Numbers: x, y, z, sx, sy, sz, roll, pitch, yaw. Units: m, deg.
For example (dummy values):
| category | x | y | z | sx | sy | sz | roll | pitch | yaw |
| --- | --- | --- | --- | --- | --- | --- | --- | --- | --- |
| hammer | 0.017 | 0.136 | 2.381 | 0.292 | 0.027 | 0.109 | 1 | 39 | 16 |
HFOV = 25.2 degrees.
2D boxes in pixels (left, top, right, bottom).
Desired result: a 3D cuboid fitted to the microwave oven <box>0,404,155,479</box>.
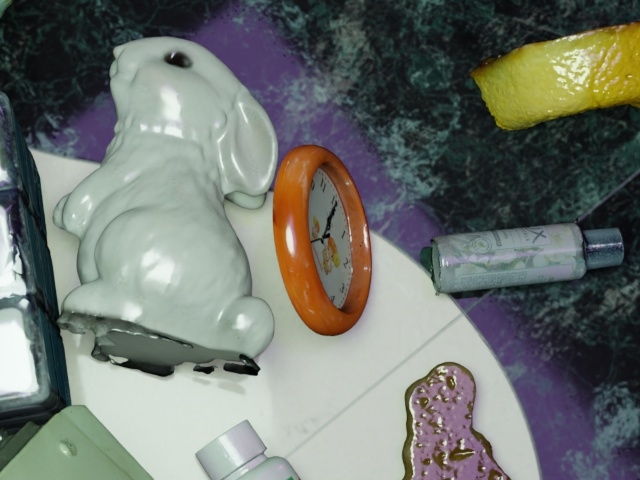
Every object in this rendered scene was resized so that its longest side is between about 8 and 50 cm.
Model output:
| category | x | y | z | sx | sy | sz | roll | pitch | yaw |
| --- | --- | --- | --- | --- | --- | --- | --- | --- | --- |
| microwave oven | -0.325 | 0.377 | 1.281 | 0.247 | 0.333 | 0.394 | 45 | 109 | -2 |

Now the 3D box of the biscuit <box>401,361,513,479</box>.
| category | x | y | z | sx | sy | sz | roll | pitch | yaw |
| --- | --- | --- | --- | --- | --- | --- | --- | --- | --- |
| biscuit | 0.152 | 0.292 | 1.544 | 0.183 | 0.047 | 0.319 | -13 | 81 | -10 |

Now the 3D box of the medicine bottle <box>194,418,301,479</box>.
| category | x | y | z | sx | sy | sz | roll | pitch | yaw |
| --- | --- | --- | --- | --- | --- | --- | --- | --- | --- |
| medicine bottle | -0.033 | 0.313 | 1.497 | 0.095 | 0.095 | 0.260 | -31 | 85 | -10 |

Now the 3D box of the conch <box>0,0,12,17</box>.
| category | x | y | z | sx | sy | sz | roll | pitch | yaw |
| --- | --- | --- | --- | --- | --- | --- | --- | --- | --- |
| conch | -0.443 | -0.302 | 1.516 | 0.319 | 0.215 | 0.303 | -26 | 75 | 22 |

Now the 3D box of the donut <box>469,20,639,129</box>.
| category | x | y | z | sx | sy | sz | roll | pitch | yaw |
| --- | --- | --- | --- | --- | --- | --- | --- | --- | --- |
| donut | 0.308 | -0.193 | 1.597 | 0.259 | 0.152 | 0.101 | -8 | 88 | -5 |

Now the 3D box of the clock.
| category | x | y | z | sx | sy | sz | roll | pitch | yaw |
| --- | --- | --- | --- | --- | --- | --- | --- | --- | --- |
| clock | 0.000 | 0.000 | 1.513 | 0.051 | 0.205 | 0.205 | -8 | 79 | 22 |

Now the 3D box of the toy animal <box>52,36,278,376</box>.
| category | x | y | z | sx | sy | sz | roll | pitch | yaw |
| --- | --- | --- | --- | --- | --- | --- | --- | --- | --- |
| toy animal | -0.148 | -0.041 | 1.514 | 0.258 | 0.194 | 0.357 | 11 | 71 | 3 |

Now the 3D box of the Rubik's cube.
| category | x | y | z | sx | sy | sz | roll | pitch | yaw |
| --- | --- | --- | --- | --- | --- | --- | --- | --- | --- |
| Rubik's cube | -0.418 | 0.052 | 1.404 | 0.304 | 0.305 | 0.301 | -9 | 81 | -6 |

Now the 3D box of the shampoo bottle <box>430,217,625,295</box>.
| category | x | y | z | sx | sy | sz | roll | pitch | yaw |
| --- | --- | --- | --- | --- | --- | --- | --- | --- | --- |
| shampoo bottle | 0.230 | 0.016 | 1.593 | 0.214 | 0.072 | 0.072 | -6 | 80 | -7 |
